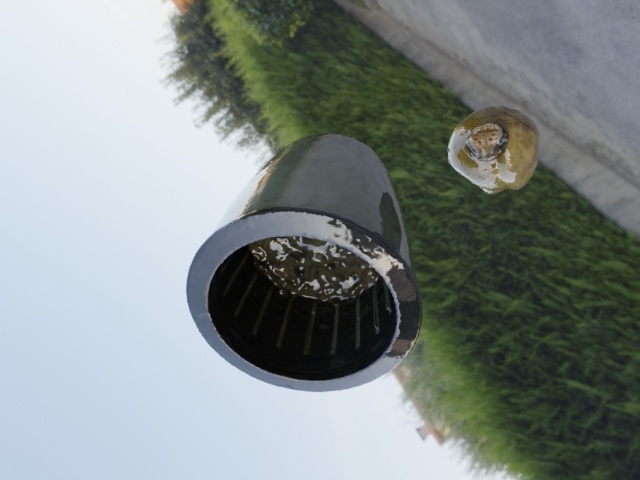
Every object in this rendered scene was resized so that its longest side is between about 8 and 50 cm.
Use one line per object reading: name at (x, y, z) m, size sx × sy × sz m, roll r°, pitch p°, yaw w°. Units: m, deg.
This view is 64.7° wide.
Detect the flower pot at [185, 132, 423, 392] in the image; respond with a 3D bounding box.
flower pot at (0.000, 0.000, 0.744) m, size 0.293 × 0.293 × 0.330 m, roll 48°, pitch -150°, yaw -22°

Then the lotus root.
lotus root at (0.310, -0.158, 0.905) m, size 0.257 × 0.154 × 0.140 m, roll 26°, pitch -114°, yaw -65°
